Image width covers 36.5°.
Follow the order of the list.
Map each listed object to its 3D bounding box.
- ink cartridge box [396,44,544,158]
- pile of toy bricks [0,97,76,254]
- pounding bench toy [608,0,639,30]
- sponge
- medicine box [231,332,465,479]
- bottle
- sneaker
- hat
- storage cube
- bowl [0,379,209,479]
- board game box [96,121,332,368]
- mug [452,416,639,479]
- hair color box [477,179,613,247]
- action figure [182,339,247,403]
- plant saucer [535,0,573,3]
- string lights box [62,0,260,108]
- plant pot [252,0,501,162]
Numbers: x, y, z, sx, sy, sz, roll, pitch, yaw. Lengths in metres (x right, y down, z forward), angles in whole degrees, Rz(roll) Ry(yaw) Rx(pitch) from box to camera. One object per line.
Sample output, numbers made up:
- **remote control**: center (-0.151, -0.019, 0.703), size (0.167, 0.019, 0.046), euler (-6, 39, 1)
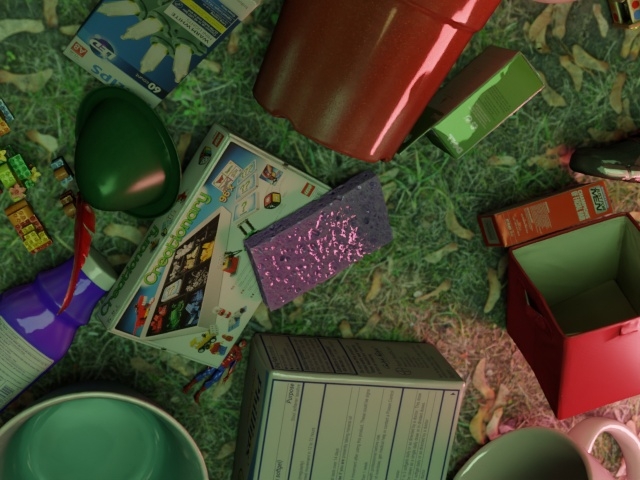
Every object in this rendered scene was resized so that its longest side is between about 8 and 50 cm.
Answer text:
- **ink cartridge box**: center (0.190, -0.173, 1.324), size (0.209, 0.109, 0.062), euler (-41, 110, 2)
- **pile of toy bricks**: center (-0.388, -0.081, 1.230), size (0.118, 0.105, 0.212), euler (-30, 111, -2)
- **pounding bench toy**: center (0.439, -0.326, 1.343), size (0.052, 0.083, 0.065), euler (-23, 109, -5)
- **sponge**: center (0.000, 0.000, 1.335), size (0.210, 0.031, 0.117), euler (-30, 130, -16)
- **medicine box**: center (0.034, 0.287, 1.410), size (0.289, 0.149, 0.263), euler (6, 105, -13)
- **bottle**: center (-0.395, 0.122, 1.297), size (0.283, 0.092, 0.118), euler (-42, 114, 2)
- **sneaker**: center (0.489, -0.167, 1.405), size (0.281, 0.106, 0.162), euler (-1, 100, -21)
- **hat**: center (-0.286, -0.068, 1.175), size (0.208, 0.183, 0.173), euler (49, 132, 6)
- **storage cube**: center (0.389, 0.108, 1.381), size (0.215, 0.183, 0.193), euler (-16, 135, -8)
- **bowl**: center (-0.315, 0.318, 1.337), size (0.312, 0.163, 0.311), euler (-4, 107, -12)
- **board game box**: center (-0.139, 0.014, 1.308), size (0.193, 0.053, 0.305), euler (27, 100, -40)
- **mug**: center (0.403, 0.450, 1.499), size (0.328, 0.276, 0.374), euler (44, 63, -26)
- **hair color box**: center (0.321, -0.037, 1.397), size (0.167, 0.093, 0.053), euler (-19, 92, -6)
- **action figure**: center (-0.148, 0.186, 1.405), size (0.038, 0.030, 0.115), euler (43, 92, -17)
- **plant saucer**: center (0.218, -0.465, 1.112), size (0.400, 0.100, 0.400), euler (15, 59, -27)
- **string lights box**: center (-0.184, -0.271, 1.152), size (0.133, 0.076, 0.260), euler (36, 139, -19)
- **plant pot**: center (0.058, -0.257, 1.203), size (0.272, 0.272, 0.265), euler (22, 109, -17)
